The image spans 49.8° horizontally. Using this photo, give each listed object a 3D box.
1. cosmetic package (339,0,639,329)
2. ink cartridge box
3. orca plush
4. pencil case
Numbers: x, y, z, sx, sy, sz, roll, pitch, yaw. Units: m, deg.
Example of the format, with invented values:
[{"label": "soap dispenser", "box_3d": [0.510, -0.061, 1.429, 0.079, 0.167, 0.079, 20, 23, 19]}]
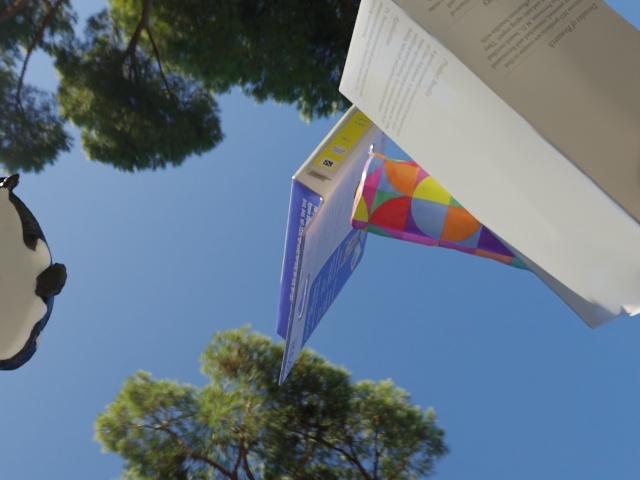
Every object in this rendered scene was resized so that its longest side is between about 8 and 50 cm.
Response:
[{"label": "cosmetic package", "box_3d": [0.203, -0.108, 0.649, 0.365, 0.197, 0.155, 44, -108, 7]}, {"label": "ink cartridge box", "box_3d": [0.000, 0.000, 0.986, 0.072, 0.303, 0.307, 24, -136, 15]}, {"label": "orca plush", "box_3d": [-0.413, 0.054, 0.918, 0.151, 0.102, 0.287, -27, -121, -15]}, {"label": "pencil case", "box_3d": [0.150, -0.034, 0.793, 0.237, 0.104, 0.104, 16, -106, 9]}]
